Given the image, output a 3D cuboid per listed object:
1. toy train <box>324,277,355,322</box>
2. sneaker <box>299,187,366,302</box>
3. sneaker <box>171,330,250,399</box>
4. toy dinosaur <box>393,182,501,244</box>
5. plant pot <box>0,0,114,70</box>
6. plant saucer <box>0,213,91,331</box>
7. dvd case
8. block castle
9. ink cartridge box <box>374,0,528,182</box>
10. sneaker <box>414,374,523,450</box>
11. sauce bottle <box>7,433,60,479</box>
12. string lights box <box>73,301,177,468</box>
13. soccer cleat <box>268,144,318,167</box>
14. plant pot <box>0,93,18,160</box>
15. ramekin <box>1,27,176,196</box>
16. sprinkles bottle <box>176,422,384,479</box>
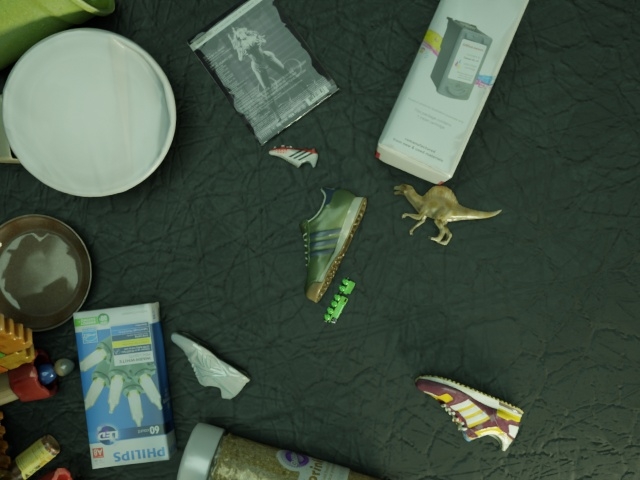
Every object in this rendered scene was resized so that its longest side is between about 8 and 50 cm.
[{"bbox_3d":[0.032,0.102,1.818,0.024,0.017,0.083,27,91,-7],"label":"toy train"},{"bbox_3d":[0.000,0.000,1.802,0.086,0.064,0.192,26,91,11],"label":"sneaker"},{"bbox_3d":[-0.194,0.209,1.813,0.152,0.054,0.061,36,94,3],"label":"sneaker"},{"bbox_3d":[0.203,-0.042,1.790,0.183,0.053,0.092,16,89,4],"label":"toy dinosaur"},{"bbox_3d":[-0.523,-0.402,1.759,0.254,0.276,0.276,-36,87,13],"label":"plant pot"},{"bbox_3d":[-0.483,0.055,1.844,0.198,0.036,0.198,0,90,3],"label":"plant saucer"},{"bbox_3d":[-0.098,-0.296,1.832,0.164,0.018,0.221,-36,88,4],"label":"dvd case"},{"bbox_3d":[-0.530,0.264,1.620,0.213,0.453,0.303,-21,66,10],"label":"block castle"},{"bbox_3d":[0.203,-0.252,1.707,0.131,0.226,0.306,23,90,3],"label":"ink cartridge box"},{"bbox_3d":[0.235,0.281,1.774,0.185,0.069,0.084,20,85,5],"label":"sneaker"},{"bbox_3d":[-0.502,0.381,1.839,0.128,0.042,0.042,-38,87,5],"label":"sauce bottle"},{"bbox_3d":[-0.325,0.239,1.810,0.133,0.077,0.259,-8,89,3],"label":"string lights box"},{"bbox_3d":[-0.046,-0.140,1.821,0.083,0.029,0.035,4,85,-1],"label":"soccer cleat"},{"bbox_3d":[-0.539,-0.179,1.823,0.096,0.109,0.109,-10,89,17],"label":"plant pot"},{"bbox_3d":[-0.371,-0.211,1.770,0.273,0.127,0.273,-1,101,-6],"label":"ramekin"},{"bbox_3d":[-0.051,0.404,1.767,0.355,0.121,0.121,16,90,3],"label":"sprinkles bottle"}]
